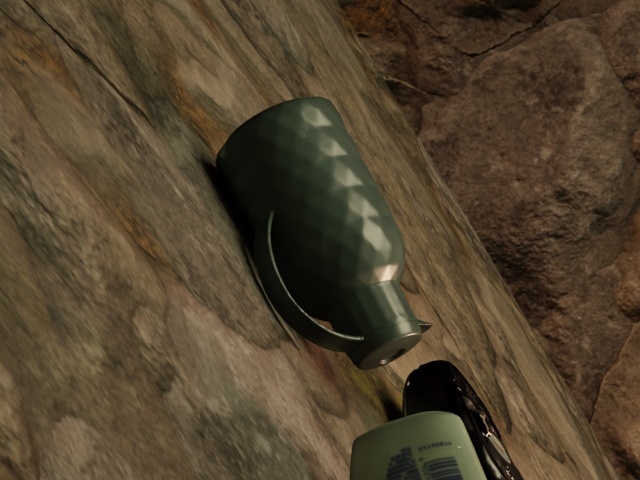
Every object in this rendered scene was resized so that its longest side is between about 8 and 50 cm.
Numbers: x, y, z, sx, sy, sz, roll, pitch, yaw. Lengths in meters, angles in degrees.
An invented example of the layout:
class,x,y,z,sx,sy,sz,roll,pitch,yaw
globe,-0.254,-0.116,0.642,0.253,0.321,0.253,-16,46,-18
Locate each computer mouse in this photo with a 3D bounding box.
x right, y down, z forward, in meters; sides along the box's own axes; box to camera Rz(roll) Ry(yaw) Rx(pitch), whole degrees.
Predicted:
class,x,y,z,sx,sy,sz,roll,pitch,yaw
computer mouse,0.153,0.235,2.203,0.137,0.096,0.233,56,5,-36

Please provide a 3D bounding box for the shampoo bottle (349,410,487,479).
class,x,y,z,sx,sy,sz,roll,pitch,yaw
shampoo bottle,0.110,0.307,1.678,0.078,0.134,0.359,79,-6,-46

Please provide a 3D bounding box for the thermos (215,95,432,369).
class,x,y,z,sx,sy,sz,roll,pitch,yaw
thermos,0.000,0.000,2.081,0.182,0.145,0.286,-7,62,-43
